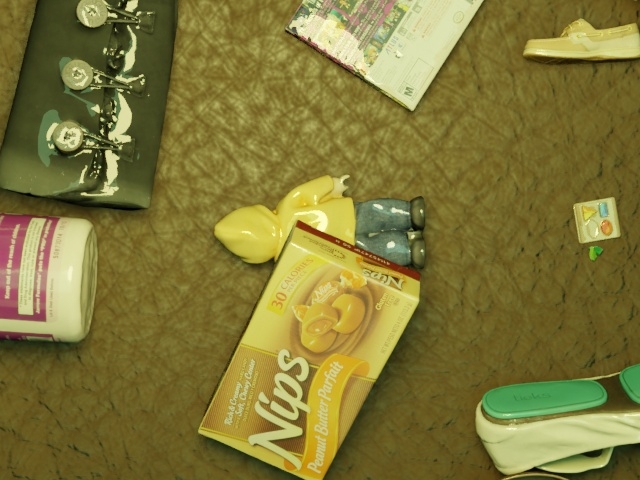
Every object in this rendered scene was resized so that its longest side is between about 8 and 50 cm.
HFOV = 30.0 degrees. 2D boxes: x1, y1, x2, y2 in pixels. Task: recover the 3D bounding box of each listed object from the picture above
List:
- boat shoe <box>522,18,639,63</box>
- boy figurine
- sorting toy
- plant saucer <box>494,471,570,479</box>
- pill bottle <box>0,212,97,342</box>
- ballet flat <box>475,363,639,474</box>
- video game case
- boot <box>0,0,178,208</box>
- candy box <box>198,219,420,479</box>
[{"bbox_3d":[0.359,-0.275,1.641,0.170,0.063,0.059,-2,91,-12],"label":"boat shoe"},{"bbox_3d":[0.000,0.000,1.623,0.285,0.092,0.177,-3,94,-2],"label":"boy figurine"},{"bbox_3d":[0.392,-0.015,1.678,0.062,0.012,0.083,-10,93,-2],"label":"sorting toy"},{"bbox_3d":[0.281,0.387,1.654,0.199,0.036,0.198,-2,120,-3],"label":"plant saucer"},{"bbox_3d":[-0.454,0.044,1.565,0.302,0.169,0.169,4,93,-3],"label":"pill bottle"},{"bbox_3d":[0.415,0.247,1.650,0.401,0.139,0.139,-9,94,2],"label":"ballet flat"},{"bbox_3d":[0.100,-0.328,1.632,0.210,0.042,0.232,32,91,-4],"label":"video game case"},{"bbox_3d":[-0.370,-0.278,1.575,0.367,0.146,0.445,10,97,-1],"label":"boot"},{"bbox_3d":[-0.017,0.152,1.581,0.183,0.087,0.316,25,114,-4],"label":"candy box"}]
